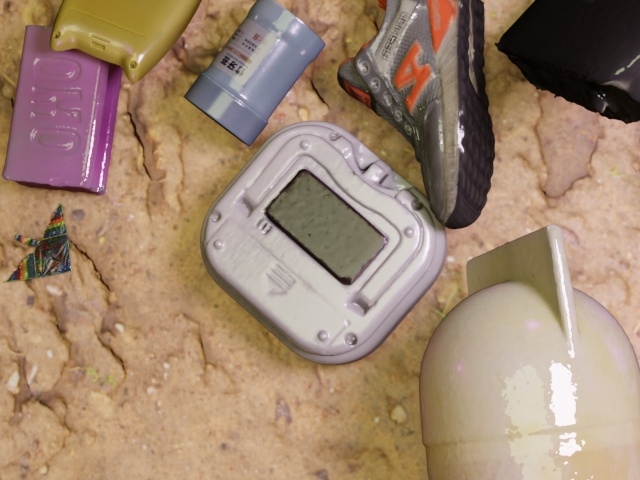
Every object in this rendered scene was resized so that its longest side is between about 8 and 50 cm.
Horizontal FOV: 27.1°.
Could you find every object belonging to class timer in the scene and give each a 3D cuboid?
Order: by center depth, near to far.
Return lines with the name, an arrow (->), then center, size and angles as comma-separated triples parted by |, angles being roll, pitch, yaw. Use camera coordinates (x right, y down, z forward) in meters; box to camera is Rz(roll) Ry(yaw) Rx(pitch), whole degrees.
timer -> 0.000, 0.000, 1.537 | 0.262, 0.087, 0.237 | 41, 92, 13

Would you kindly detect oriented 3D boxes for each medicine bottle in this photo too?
medicine bottle -> 0.224, 0.200, 1.383 | 0.236, 0.236, 0.406 | -8, 81, 11

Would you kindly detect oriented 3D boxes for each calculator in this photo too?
calculator -> -0.226, -0.309, 1.623 | 0.157, 0.033, 0.236 | 21, 63, 9

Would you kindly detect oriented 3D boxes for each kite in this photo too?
kite -> -0.344, 0.012, 1.655 | 0.090, 0.004, 0.122 | 30, 89, 15

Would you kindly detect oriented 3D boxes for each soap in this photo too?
soap -> -0.316, -0.162, 1.643 | 0.122, 0.065, 0.203 | 5, 82, 13

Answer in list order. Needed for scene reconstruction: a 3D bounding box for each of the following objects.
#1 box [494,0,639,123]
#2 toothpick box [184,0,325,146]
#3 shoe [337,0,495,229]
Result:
box -> 0.362, -0.285, 1.382 | 0.091, 0.359, 0.350 | 42, 94, -20
toothpick box -> -0.078, -0.202, 1.578 | 0.101, 0.101, 0.153 | 36, 89, 15
shoe -> 0.100, -0.173, 1.520 | 0.171, 0.132, 0.336 | -7, 73, 21
